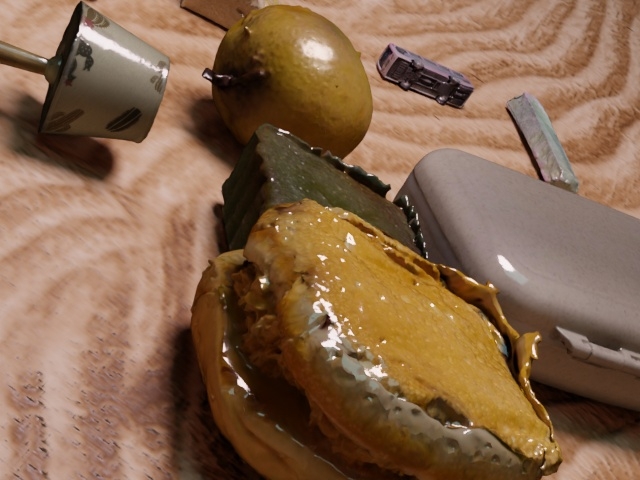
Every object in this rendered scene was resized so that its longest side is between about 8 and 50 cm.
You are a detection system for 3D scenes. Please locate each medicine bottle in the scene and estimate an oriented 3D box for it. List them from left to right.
[{"bbox_3d":[0.252,0.048,1.703,0.375,0.123,0.282,17,32,-32],"label":"medicine bottle"}]

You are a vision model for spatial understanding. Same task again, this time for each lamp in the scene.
[{"bbox_3d":[-0.243,-0.156,1.461,0.215,0.121,0.121,18,29,-13],"label":"lamp"}]

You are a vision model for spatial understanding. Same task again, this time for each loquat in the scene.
[{"bbox_3d":[-0.021,-0.148,1.679,0.204,0.149,0.172,20,23,-52],"label":"loquat"}]

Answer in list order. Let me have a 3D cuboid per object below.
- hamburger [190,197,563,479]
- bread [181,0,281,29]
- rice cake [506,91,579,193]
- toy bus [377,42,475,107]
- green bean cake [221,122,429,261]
[{"bbox_3d":[0.043,0.107,1.307,0.319,0.158,0.318,28,26,-15],"label":"hamburger"},{"bbox_3d":[-0.074,-0.284,1.895,0.152,0.105,0.077,24,34,-21],"label":"bread"},{"bbox_3d":[0.280,-0.123,2.131,0.043,0.034,0.211,32,24,-27],"label":"rice cake"},{"bbox_3d":[0.129,-0.204,2.083,0.131,0.037,0.052,18,28,-33],"label":"toy bus"},{"bbox_3d":[0.000,0.000,1.512,0.181,0.094,0.173,24,28,-24],"label":"green bean cake"}]
